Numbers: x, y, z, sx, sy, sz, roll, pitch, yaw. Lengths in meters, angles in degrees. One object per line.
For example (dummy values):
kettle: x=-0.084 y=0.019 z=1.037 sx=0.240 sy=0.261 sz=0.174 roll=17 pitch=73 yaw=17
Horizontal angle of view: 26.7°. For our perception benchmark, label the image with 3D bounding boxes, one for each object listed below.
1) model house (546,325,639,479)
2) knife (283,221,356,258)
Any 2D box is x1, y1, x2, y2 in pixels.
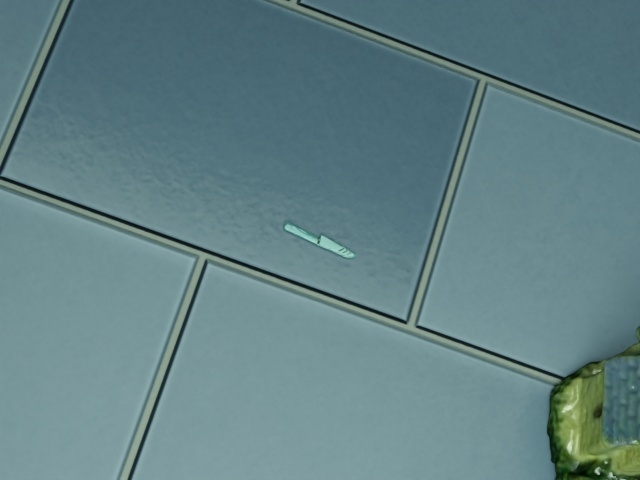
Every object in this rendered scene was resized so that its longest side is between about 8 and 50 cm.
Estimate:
model house: x=0.438 y=0.228 z=1.439 sx=0.321 sy=0.266 sz=0.261 roll=7 pitch=69 yaw=-9
knife: x=0.000 y=0.000 z=1.551 sx=0.091 sy=0.005 sz=0.014 roll=26 pitch=72 yaw=-4
